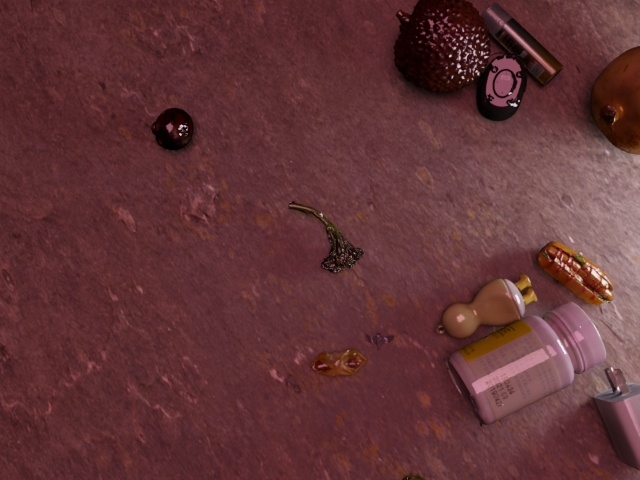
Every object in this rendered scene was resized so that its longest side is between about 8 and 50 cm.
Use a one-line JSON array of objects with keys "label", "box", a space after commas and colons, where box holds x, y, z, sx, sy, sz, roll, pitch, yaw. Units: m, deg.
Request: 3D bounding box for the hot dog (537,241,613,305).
[{"label": "hot dog", "box": [0.734, 0.095, 1.837, 0.250, 0.076, 0.104, 38, 83, 0]}]

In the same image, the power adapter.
[{"label": "power adapter", "box": [0.832, 0.465, 1.735, 0.124, 0.187, 0.255, -21, 82, -1]}]

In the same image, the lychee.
[{"label": "lychee", "box": [0.346, -0.572, 1.874, 0.304, 0.276, 0.276, 33, 85, -6]}]

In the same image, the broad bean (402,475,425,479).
[{"label": "broad bean", "box": [0.329, 0.743, 1.793, 0.256, 0.053, 0.052, 46, 125, 9]}]

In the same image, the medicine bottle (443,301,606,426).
[{"label": "medicine bottle", "box": [0.552, 0.330, 1.758, 0.378, 0.213, 0.213, -25, 81, -1]}]

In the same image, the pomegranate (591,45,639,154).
[{"label": "pomegranate", "box": [0.907, -0.386, 1.803, 0.319, 0.319, 0.319, 0, 82, 3]}]

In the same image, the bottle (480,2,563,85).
[{"label": "bottle", "box": [0.600, -0.592, 1.952, 0.082, 0.082, 0.286, -43, 82, -3]}]

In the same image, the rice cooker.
[{"label": "rice cooker", "box": [0.537, -0.458, 1.918, 0.142, 0.118, 0.203, 10, 91, 8]}]

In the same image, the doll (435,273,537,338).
[{"label": "doll", "box": [0.464, 0.194, 1.840, 0.296, 0.117, 0.141, -22, 112, 11]}]

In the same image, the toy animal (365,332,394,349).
[{"label": "toy animal", "box": [0.171, 0.294, 1.877, 0.084, 0.028, 0.050, 4, 74, 5]}]

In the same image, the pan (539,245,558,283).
[{"label": "pan", "box": [0.671, 0.069, 1.883, 0.068, 0.023, 0.115, -10, 87, -1]}]

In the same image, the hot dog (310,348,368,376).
[{"label": "hot dog", "box": [0.054, 0.355, 1.859, 0.169, 0.061, 0.078, -9, 83, 2]}]

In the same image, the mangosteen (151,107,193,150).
[{"label": "mangosteen", "box": [-0.456, -0.338, 1.965, 0.140, 0.140, 0.140, 0, 82, 3]}]

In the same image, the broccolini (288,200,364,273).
[{"label": "broccolini", "box": [-0.006, -0.007, 1.914, 0.271, 0.062, 0.123, 41, 71, 2]}]
